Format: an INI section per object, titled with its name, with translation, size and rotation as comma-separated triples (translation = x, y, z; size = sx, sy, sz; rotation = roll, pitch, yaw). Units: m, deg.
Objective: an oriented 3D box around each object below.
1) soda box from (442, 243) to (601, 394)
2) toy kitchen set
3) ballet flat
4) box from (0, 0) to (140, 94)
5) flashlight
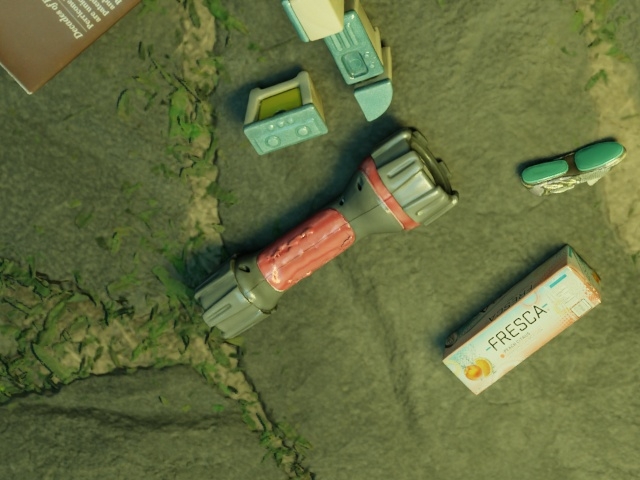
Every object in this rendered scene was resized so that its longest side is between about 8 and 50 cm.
[soda box]
translation = 0.220, 0.087, 1.724
size = 0.183, 0.063, 0.058
rotation = -40, 101, 21
[toy kitchen set]
translation = -0.031, -0.182, 1.583
size = 0.166, 0.122, 0.207
rotation = -17, 131, 17
[ballet flat]
translation = 0.270, -0.073, 1.666
size = 0.114, 0.041, 0.041
rotation = -16, 109, 16
[box]
translation = -0.172, -0.326, 1.546
size = 0.381, 0.191, 0.143
rotation = -35, 103, 21
[flashlight]
translation = 0.000, 0.000, 1.698
size = 0.304, 0.103, 0.103
rotation = -34, 137, 16
